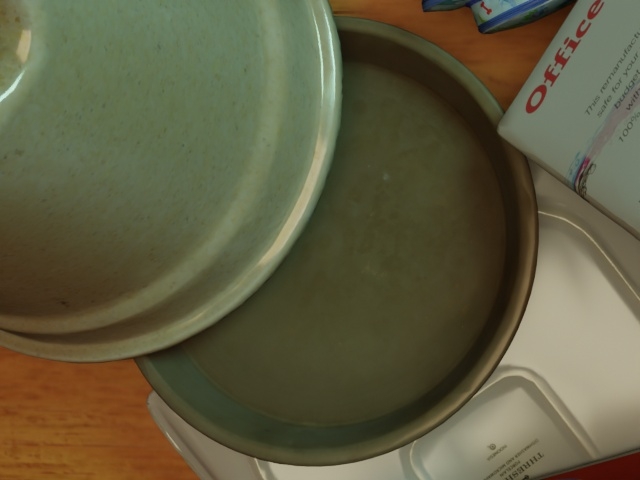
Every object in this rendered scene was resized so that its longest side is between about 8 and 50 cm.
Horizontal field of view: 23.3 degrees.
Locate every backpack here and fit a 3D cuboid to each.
[{"bbox_3d":[0.110,-0.169,0.926,0.114,0.105,0.084,-19,93,12],"label":"backpack"}]

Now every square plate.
[{"bbox_3d":[0.116,0.141,0.988,0.347,0.049,0.344,-37,91,10],"label":"square plate"}]

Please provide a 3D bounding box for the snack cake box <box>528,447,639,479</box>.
[{"bbox_3d":[0.116,0.203,0.893,0.264,0.152,0.089,-18,94,10],"label":"snack cake box"}]

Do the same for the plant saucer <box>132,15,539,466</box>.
[{"bbox_3d":[0.000,0.000,0.960,0.278,0.041,0.278,-3,81,19],"label":"plant saucer"}]

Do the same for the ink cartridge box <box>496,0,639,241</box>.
[{"bbox_3d":[0.263,-0.058,0.807,0.197,0.270,0.198,27,101,-25],"label":"ink cartridge box"}]

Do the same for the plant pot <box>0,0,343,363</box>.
[{"bbox_3d":[-0.186,-0.099,0.841,0.334,0.305,0.333,-1,86,16],"label":"plant pot"}]
